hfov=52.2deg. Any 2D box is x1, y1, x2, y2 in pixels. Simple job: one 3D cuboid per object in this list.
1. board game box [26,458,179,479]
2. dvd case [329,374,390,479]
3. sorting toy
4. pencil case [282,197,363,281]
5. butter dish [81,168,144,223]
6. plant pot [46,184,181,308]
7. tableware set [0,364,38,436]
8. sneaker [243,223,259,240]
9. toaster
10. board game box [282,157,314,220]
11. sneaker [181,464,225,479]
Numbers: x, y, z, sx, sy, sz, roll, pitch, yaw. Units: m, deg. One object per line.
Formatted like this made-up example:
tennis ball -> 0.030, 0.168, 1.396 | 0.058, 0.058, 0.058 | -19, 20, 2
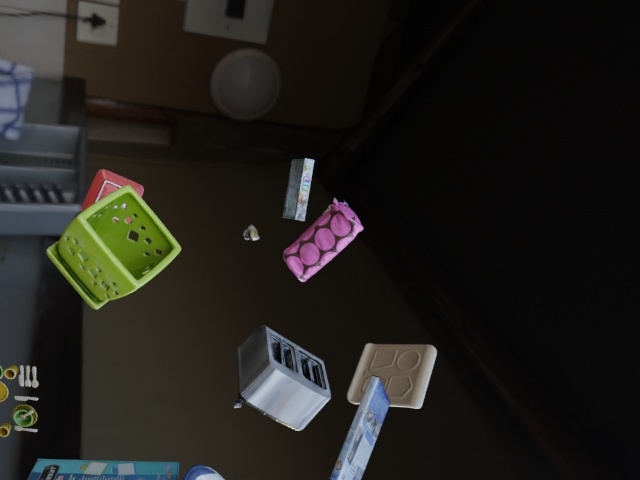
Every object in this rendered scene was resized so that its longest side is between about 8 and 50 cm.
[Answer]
board game box -> -0.497, 0.589, 1.480 | 0.254, 0.335, 0.079 | -147, -118, -78
dvd case -> 0.094, 0.452, 1.482 | 0.253, 0.022, 0.180 | -64, 154, -25
sorting toy -> 0.192, 0.359, 1.736 | 0.038, 0.208, 0.193 | 62, 39, -37
pencil case -> 0.000, 0.000, 1.542 | 0.209, 0.098, 0.095 | -45, -156, 15
butter dish -> -0.682, -0.136, 2.122 | 0.118, 0.159, 0.160 | 18, -95, 61
plant pot -> -0.536, 0.028, 1.663 | 0.207, 0.228, 0.227 | -31, -169, 30
tableware set -> -0.596, 0.305, 1.250 | 0.024, 0.103, 0.154 | -93, -170, -73
sneaker -> -0.179, -0.012, 1.668 | 0.032, 0.037, 0.083 | 52, 3, -17
toaster -> -0.081, 0.281, 1.325 | 0.110, 0.168, 0.186 | -49, -157, 16
board game box -> -0.057, -0.130, 1.665 | 0.103, 0.026, 0.154 | -166, -95, -68
sneaker -> -0.211, 0.649, 1.518 | 0.131, 0.112, 0.297 | -16, -72, 55
